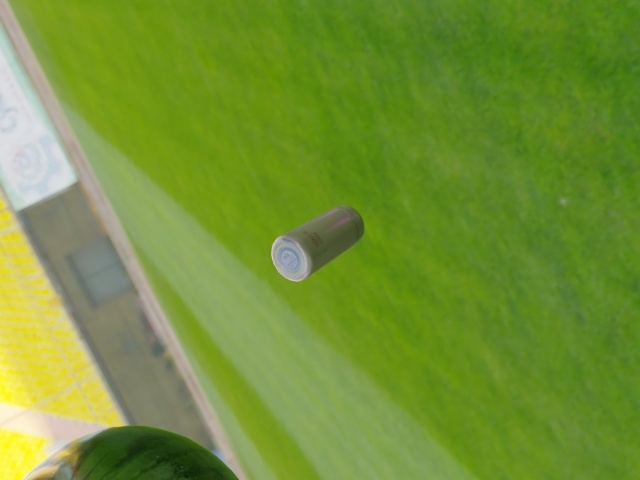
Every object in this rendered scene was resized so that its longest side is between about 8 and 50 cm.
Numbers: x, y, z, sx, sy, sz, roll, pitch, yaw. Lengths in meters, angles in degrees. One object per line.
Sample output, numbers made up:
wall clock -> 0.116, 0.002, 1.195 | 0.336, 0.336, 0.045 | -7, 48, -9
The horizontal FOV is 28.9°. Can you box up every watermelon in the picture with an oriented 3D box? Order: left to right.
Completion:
watermelon -> -0.168, 0.285, 1.118 | 0.242, 0.242, 0.242 | 59, 169, 19

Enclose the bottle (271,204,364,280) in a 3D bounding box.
bottle -> 0.000, 0.000, 1.141 | 0.045, 0.096, 0.045 | 18, 122, 32
